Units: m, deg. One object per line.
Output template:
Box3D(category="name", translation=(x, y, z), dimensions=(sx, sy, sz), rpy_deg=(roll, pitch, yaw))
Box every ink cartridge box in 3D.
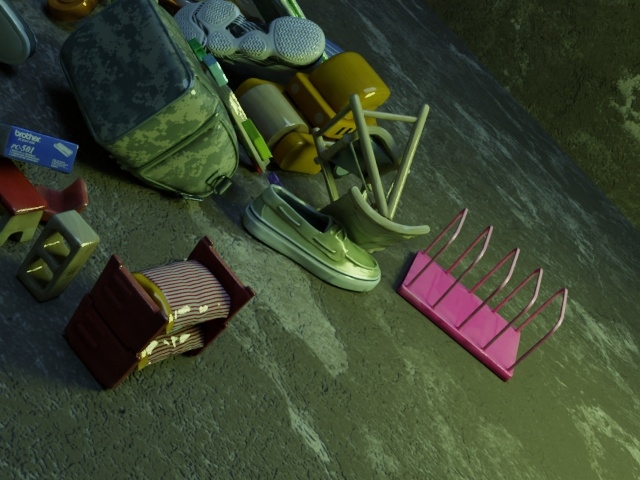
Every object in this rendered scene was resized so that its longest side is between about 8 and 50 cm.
Box3D(category="ink cartridge box", translation=(-0.433, -0.141, 1.351), dimensions=(0.097, 0.046, 0.207), rpy_deg=(15, 2, -36))

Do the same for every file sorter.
Box3D(category="file sorter", translation=(0.344, 0.100, 1.944), dimensions=(0.291, 0.182, 0.202), rpy_deg=(40, 27, -1))

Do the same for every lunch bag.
Box3D(category="lunch bag", translation=(-0.279, -0.238, 1.635), dimensions=(0.305, 0.213, 0.256), rpy_deg=(58, 9, 32))

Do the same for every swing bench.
Box3D(category="swing bench", translation=(0.089, -0.116, 1.794), dimensions=(0.165, 0.253, 0.254), rpy_deg=(5, 80, -16))

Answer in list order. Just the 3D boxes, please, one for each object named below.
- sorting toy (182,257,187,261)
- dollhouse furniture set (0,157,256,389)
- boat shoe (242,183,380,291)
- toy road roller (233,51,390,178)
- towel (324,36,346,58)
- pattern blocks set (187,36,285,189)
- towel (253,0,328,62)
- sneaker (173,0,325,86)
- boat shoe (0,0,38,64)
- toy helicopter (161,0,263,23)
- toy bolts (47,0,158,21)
Box3D(category="sorting toy", translation=(-0.185, 0.060, 1.520), dimensions=(0.083, 0.012, 0.062), rpy_deg=(49, 23, 25))
Box3D(category="dollhouse furniture set", translation=(-0.300, 0.006, 1.299), dimensions=(0.374, 0.152, 0.201), rpy_deg=(47, 28, 14))
Box3D(category="boat shoe", translation=(0.000, 0.000, 1.754), dimensions=(0.302, 0.094, 0.109), rpy_deg=(27, 30, -23))
Box3D(category="toy road roller", translation=(-0.004, -0.290, 2.026), dimensions=(0.330, 0.240, 0.202), rpy_deg=(-1, 48, -53))
Box3D(category="towel", translation=(0.038, -0.453, 2.562), dimensions=(0.243, 0.040, 0.336), rpy_deg=(30, 31, -22))
Box3D(category="pattern blocks set", translation=(-0.155, -0.222, 1.729), dimensions=(0.324, 0.026, 0.285), rpy_deg=(61, -6, -29))
Box3D(category="towel", translation=(-0.085, -0.528, 2.299), dimensions=(0.247, 0.038, 0.325), rpy_deg=(56, -6, -29))
Box3D(category="sneaker", translation=(-0.157, -0.423, 2.144), dimensions=(0.366, 0.210, 0.137), rpy_deg=(12, 68, 14))
Box3D(category="boat shoe", translation=(-0.592, -0.419, 1.619), dimensions=(0.305, 0.109, 0.091), rpy_deg=(40, 31, 9))
Box3D(category="toy helicopter", translation=(-0.254, -0.578, 2.225), dimensions=(0.140, 0.235, 0.355), rpy_deg=(17, -24, 47))
Box3D(category="toy bolts", translation=(-0.417, -0.476, 1.915), dimensions=(0.218, 0.158, 0.228), rpy_deg=(7, 60, 13))
